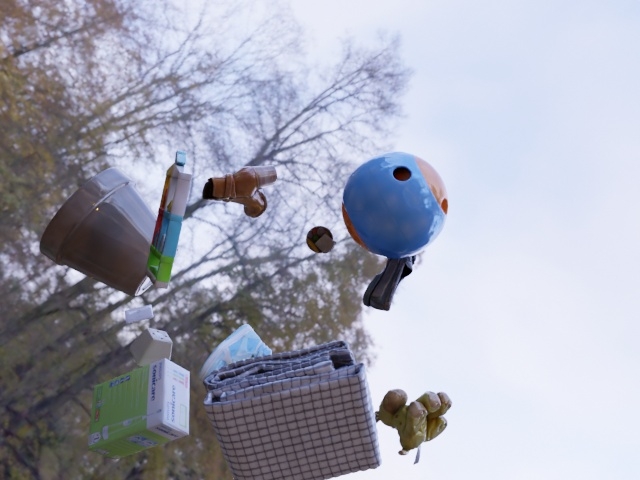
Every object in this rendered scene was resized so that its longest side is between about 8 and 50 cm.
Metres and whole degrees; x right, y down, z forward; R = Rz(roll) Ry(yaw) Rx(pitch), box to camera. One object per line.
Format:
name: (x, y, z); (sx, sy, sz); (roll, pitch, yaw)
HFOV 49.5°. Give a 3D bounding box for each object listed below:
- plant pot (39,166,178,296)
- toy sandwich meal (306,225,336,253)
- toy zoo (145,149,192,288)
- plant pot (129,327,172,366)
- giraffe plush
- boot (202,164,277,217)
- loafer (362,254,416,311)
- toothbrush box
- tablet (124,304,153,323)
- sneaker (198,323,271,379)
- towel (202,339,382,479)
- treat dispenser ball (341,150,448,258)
plant pot: (-0.569, 0.001, 1.956); (0.280, 0.323, 0.323); (40, -35, 1)
toy sandwich meal: (0.000, 0.000, 1.940); (0.085, 0.085, 0.029); (54, -1, -6)
toy zoo: (-0.333, -0.053, 1.529); (0.192, 0.030, 0.293); (-163, -95, -69)
plant pot: (-0.549, 0.352, 2.289); (0.109, 0.109, 0.096); (41, -75, 51)
giraffe plush: (0.233, 0.476, 1.901); (0.170, 0.181, 0.210); (33, -73, 43)
boot: (-0.276, -0.144, 2.264); (0.283, 0.220, 0.109); (-47, -120, 60)
loafer: (0.221, 0.095, 1.958); (0.084, 0.267, 0.096); (24, -30, 27)
toothbrush box: (-0.536, 0.502, 2.058); (0.283, 0.206, 0.122); (-25, -40, 20)
tablet: (-0.561, 0.227, 2.144); (0.006, 0.083, 0.054); (90, -17, -46)
sneaker: (-0.301, 0.468, 2.634); (0.208, 0.319, 0.127); (40, -47, 9)
towel: (-0.044, 0.313, 1.248); (0.121, 0.284, 0.235); (-103, 179, -63)
treat dispenser ball: (0.199, -0.095, 1.862); (0.288, 0.288, 0.288); (29, -40, 28)
